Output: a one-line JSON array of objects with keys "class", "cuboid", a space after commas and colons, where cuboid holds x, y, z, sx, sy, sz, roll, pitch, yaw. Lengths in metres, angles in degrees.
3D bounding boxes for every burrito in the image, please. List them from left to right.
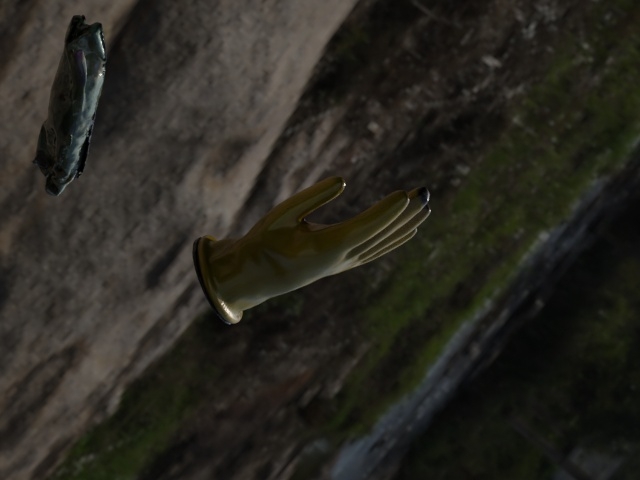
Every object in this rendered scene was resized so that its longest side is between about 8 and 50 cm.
[{"class": "burrito", "cuboid": [-0.370, -0.194, 1.832, 0.066, 0.096, 0.309, -11, 141, -35]}]

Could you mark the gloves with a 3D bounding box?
[{"class": "gloves", "cuboid": [0.000, 0.000, 1.513, 0.294, 0.116, 0.133, -21, 170, 13]}]
